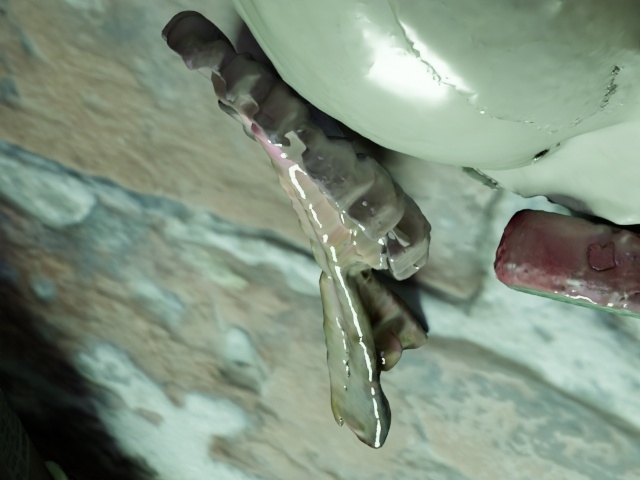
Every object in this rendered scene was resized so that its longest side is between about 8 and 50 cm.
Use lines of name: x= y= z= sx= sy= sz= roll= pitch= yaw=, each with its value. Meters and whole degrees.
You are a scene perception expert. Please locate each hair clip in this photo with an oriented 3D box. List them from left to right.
hair clip: x=0.006 y=-0.003 z=1.063 sx=0.173 sy=0.069 sz=0.300 roll=39 pitch=160 yaw=39

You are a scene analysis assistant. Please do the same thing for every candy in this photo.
candy: x=0.141 y=0.013 z=1.022 sx=0.103 sy=0.103 sz=0.043 roll=13 pitch=87 yaw=17

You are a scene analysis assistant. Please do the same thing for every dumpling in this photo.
dumpling: x=0.026 y=-0.135 z=0.903 sx=0.341 sy=0.181 sz=0.260 roll=18 pitch=171 yaw=-37

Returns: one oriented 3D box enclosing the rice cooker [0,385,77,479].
rice cooker: x=-0.300 y=0.236 z=1.282 sx=0.335 sy=0.335 sz=0.325 roll=-6 pitch=123 yaw=30
